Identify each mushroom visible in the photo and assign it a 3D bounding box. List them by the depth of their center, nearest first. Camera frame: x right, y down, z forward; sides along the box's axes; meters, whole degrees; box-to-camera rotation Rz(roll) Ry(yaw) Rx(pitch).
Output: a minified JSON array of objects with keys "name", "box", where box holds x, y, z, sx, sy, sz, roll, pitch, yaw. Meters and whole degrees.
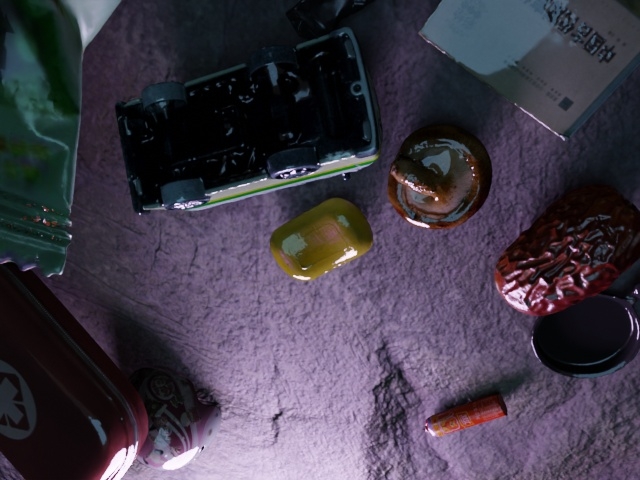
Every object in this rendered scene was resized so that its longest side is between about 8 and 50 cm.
[{"name":"mushroom","box":[0.137,-0.070,0.652,0.127,0.087,0.127,7,118,13]}]

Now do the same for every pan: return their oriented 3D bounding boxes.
[{"name":"pan","box":[0.374,0.089,0.714,0.136,0.028,0.235,34,121,-7]}]

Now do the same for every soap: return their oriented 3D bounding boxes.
[{"name":"soap","box":[0.000,-0.001,0.741,0.140,0.045,0.089,-28,105,24]}]

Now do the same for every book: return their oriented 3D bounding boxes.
[{"name":"book","box":[0.267,-0.268,0.560,0.214,0.025,0.283,33,117,-7]}]

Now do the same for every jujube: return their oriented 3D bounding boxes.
[{"name":"jujube","box":[0.284,0.017,0.649,0.176,0.112,0.109,-48,66,30]}]

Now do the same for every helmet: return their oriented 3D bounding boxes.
[{"name":"helmet","box":[-0.262,0.306,0.920,0.177,0.107,0.153,43,120,-11]}]

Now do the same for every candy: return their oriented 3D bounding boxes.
[{"name":"candy","box":[-0.346,-0.184,0.603,0.262,0.172,0.398,14,83,10]}]

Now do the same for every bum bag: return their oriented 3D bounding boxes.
[{"name":"bum bag","box":[0.022,-0.263,0.609,0.124,0.034,0.058,-32,97,24]}]

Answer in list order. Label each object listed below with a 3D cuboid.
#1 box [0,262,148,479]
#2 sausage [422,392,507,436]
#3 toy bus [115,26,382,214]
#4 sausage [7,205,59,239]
[{"name":"box","box":[-0.440,0.214,0.858,0.404,0.108,0.263,45,117,7]},{"name":"sausage","box":[0.210,0.262,0.835,0.129,0.034,0.034,-27,108,23]},{"name":"toy bus","box":[-0.065,-0.117,0.626,0.275,0.164,0.134,-12,88,17]},{"name":"sausage","box":[-0.394,-0.073,0.775,0.076,0.076,0.198,22,117,0]}]
